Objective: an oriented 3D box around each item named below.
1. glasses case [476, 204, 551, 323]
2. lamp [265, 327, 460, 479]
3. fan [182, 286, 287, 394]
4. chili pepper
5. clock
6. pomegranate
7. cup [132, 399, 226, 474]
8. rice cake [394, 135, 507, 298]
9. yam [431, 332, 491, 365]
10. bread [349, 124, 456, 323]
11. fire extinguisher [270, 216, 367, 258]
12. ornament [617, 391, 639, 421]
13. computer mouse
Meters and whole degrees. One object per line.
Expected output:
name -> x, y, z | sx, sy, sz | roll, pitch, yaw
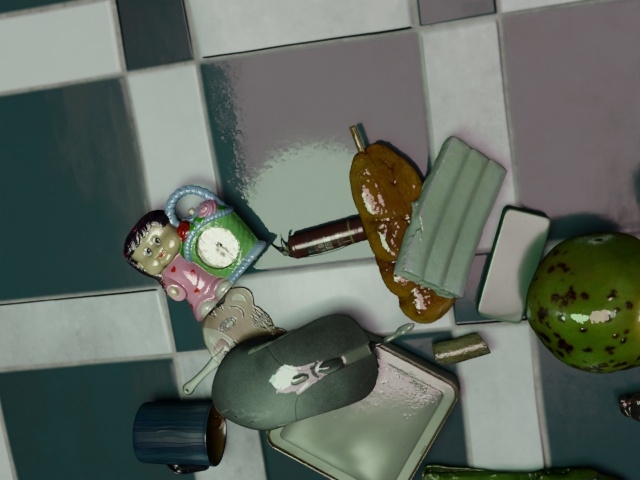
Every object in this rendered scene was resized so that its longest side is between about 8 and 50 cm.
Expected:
glasses case -> 0.313, 0.040, 1.305 | 0.077, 0.039, 0.184 | 14, 102, 6
lamp -> 0.070, 0.297, 1.390 | 0.266, 0.047, 0.269 | 27, 104, 3
fan -> -0.170, 0.198, 1.429 | 0.226, 0.008, 0.152 | -43, 92, 13
chili pepper -> 0.352, 0.427, 1.362 | 0.359, 0.076, 0.085 | -1, 75, 10
clock -> -0.217, 0.010, 1.358 | 0.195, 0.100, 0.194 | 39, 100, -2
pomegranate -> 0.428, 0.091, 1.171 | 0.230, 0.286, 0.231 | 0, 87, -7
cup -> -0.248, 0.357, 1.418 | 0.138, 0.113, 0.150 | -2, 95, 11
rice cake -> 0.204, -0.036, 1.260 | 0.127, 0.043, 0.237 | 26, 81, -16
yam -> 0.235, 0.182, 1.344 | 0.094, 0.043, 0.043 | -19, 97, 11
bread -> 0.123, -0.029, 1.301 | 0.124, 0.084, 0.344 | -26, 95, -16
fire extinguisher -> 0.000, 0.000, 1.347 | 0.158, 0.043, 0.064 | -15, 140, 12
ornament -> 0.577, 0.264, 1.265 | 0.196, 0.166, 0.153 | -26, 74, 32
computer mouse -> -0.018, 0.214, 1.329 | 0.379, 0.090, 0.167 | -25, 92, 14
